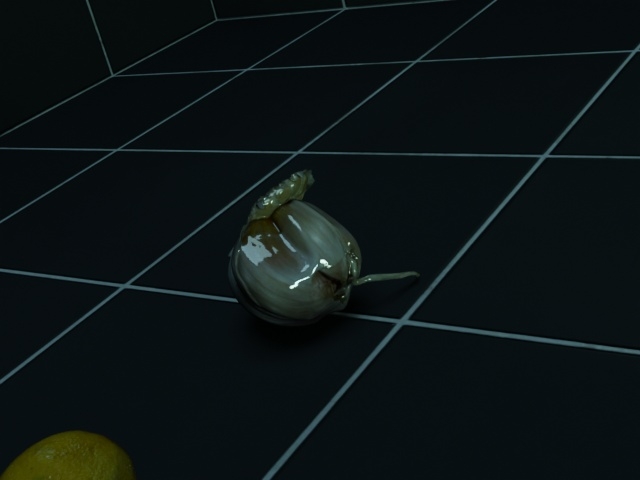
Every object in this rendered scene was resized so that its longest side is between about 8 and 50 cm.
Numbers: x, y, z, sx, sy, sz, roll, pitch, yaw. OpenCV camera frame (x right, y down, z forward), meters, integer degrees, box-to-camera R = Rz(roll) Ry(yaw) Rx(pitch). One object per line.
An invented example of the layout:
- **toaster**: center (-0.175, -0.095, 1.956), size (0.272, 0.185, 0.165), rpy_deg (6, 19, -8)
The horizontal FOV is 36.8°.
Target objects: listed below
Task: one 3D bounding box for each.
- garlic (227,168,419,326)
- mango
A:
- **garlic**: center (0.000, 0.000, 1.268), size (0.257, 0.207, 0.207), rpy_deg (-11, 25, -8)
- **mango**: center (-0.258, 0.288, 0.918), size (0.157, 0.109, 0.262), rpy_deg (1, 33, 11)
